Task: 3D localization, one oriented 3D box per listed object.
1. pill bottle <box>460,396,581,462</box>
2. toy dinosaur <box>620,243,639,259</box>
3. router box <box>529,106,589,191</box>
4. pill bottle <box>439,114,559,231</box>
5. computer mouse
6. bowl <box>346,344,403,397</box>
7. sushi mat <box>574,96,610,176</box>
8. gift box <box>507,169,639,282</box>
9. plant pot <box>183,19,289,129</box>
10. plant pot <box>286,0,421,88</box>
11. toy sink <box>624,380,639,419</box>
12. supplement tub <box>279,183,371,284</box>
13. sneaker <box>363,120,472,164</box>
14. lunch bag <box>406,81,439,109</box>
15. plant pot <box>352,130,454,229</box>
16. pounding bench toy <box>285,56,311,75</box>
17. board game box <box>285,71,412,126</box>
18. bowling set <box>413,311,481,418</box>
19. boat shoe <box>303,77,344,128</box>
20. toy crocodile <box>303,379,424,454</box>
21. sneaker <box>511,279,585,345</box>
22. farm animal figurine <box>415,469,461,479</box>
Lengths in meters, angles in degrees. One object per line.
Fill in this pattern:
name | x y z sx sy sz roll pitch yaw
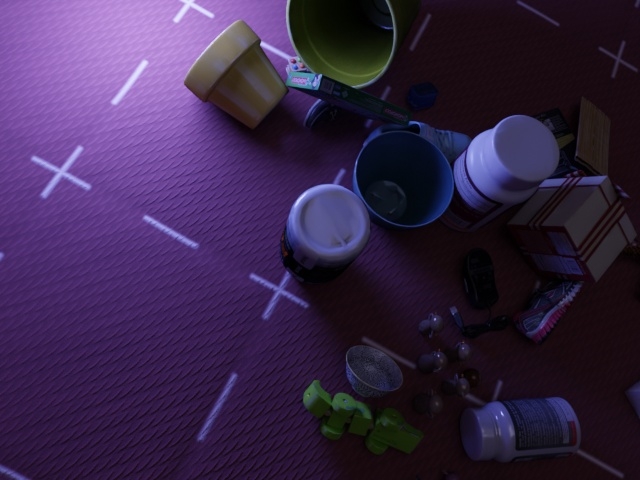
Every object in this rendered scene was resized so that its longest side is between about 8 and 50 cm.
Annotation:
pill bottle | 0.542 0.520 1.484 0.283 0.161 0.161 0 74 -11
toy dinosaur | 1.105 0.099 1.749 0.321 0.164 0.219 10 56 11
router box | 0.708 -0.282 1.794 0.308 0.081 0.243 -20 79 -16
pill bottle | 0.490 -0.183 1.558 0.223 0.392 0.224 3 73 -10
computer mouse | 0.454 0.163 1.629 0.184 0.060 0.262 -17 89 -19
bowl | 0.132 0.374 1.476 0.170 0.170 0.080 23 115 -3
sushi mat | 0.926 -0.349 1.832 0.151 0.019 0.317 33 55 -13
gift box | 0.775 -0.037 1.612 0.258 0.276 0.255 -44 114 -18
plant pot | -0.231 -0.469 1.597 0.239 0.254 0.254 44 70 -12
plant pot | 0.143 -0.712 1.677 0.366 0.366 0.353 40 50 2
toy sink | 1.055 0.517 1.597 0.152 0.131 0.234 -23 80 -16
supplement tub | 0.000 0.000 1.439 0.207 0.338 0.207 3 73 -9
sneaker | 0.326 -0.302 1.691 0.365 0.150 0.135 -5 76 -12
lunch bag | 0.334 -0.474 1.787 0.098 0.065 0.067 -15 57 -17
plant pot | 0.221 -0.149 1.601 0.290 0.195 0.291 3 73 -9
pounding bench toy | -0.062 -0.556 1.736 0.083 0.065 0.052 -14 77 -15
board game box | 0.082 -0.411 1.570 0.317 0.213 0.046 13 100 -31
bowling set | 0.375 0.350 1.505 0.199 0.154 0.287 7 73 -8
boat shoe | 0.036 -0.424 1.708 0.068 0.081 0.228 39 68 7
toy crocodile | 0.113 0.479 1.451 0.340 0.105 0.115 21 113 -5
sneaker | 0.705 0.176 1.643 0.112 0.121 0.299 37 63 25
farm animal figurine | 0.413 0.763 1.380 0.330 0.172 0.327 0 74 -11
